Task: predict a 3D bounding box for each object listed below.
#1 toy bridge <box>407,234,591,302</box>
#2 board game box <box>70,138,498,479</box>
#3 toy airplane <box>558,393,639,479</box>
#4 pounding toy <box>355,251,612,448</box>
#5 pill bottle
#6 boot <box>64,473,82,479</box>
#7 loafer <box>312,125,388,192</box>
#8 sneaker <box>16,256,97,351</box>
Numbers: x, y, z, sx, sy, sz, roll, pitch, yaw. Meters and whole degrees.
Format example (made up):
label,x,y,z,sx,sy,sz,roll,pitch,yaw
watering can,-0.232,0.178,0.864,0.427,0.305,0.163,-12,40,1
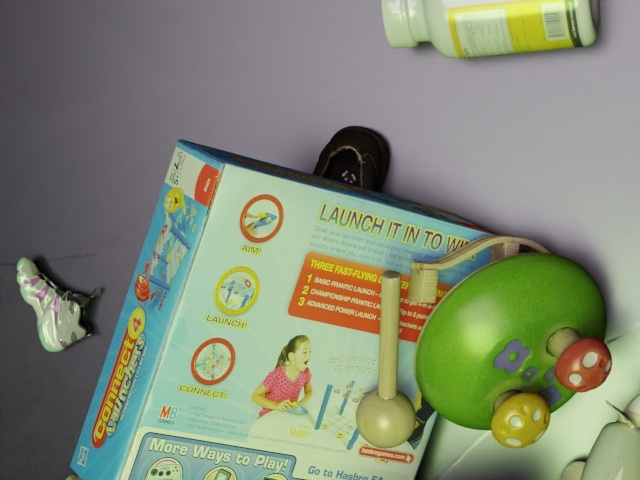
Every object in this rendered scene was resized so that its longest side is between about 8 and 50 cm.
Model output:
label,x,y,z,sx,sy,sz,roll,pitch,yaw
toy bridge,0.160,0.027,1.658,0.188,0.026,0.063,5,93,-29
board game box,-0.027,0.095,1.641,0.086,0.308,0.302,29,102,54
toy airplane,0.344,0.255,1.500,0.386,0.384,0.272,-25,122,27
pounding toy,0.161,0.115,1.614,0.236,0.110,0.183,-4,124,-24
pill bottle,0.151,-0.216,1.672,0.184,0.103,0.103,-4,92,14
boot,-0.191,0.349,1.800,0.208,0.076,0.190,23,84,5
loafer,0.000,0.000,1.732,0.080,0.078,0.220,14,96,13
sneaker,-0.250,0.053,1.822,0.069,0.038,0.098,-21,97,13
